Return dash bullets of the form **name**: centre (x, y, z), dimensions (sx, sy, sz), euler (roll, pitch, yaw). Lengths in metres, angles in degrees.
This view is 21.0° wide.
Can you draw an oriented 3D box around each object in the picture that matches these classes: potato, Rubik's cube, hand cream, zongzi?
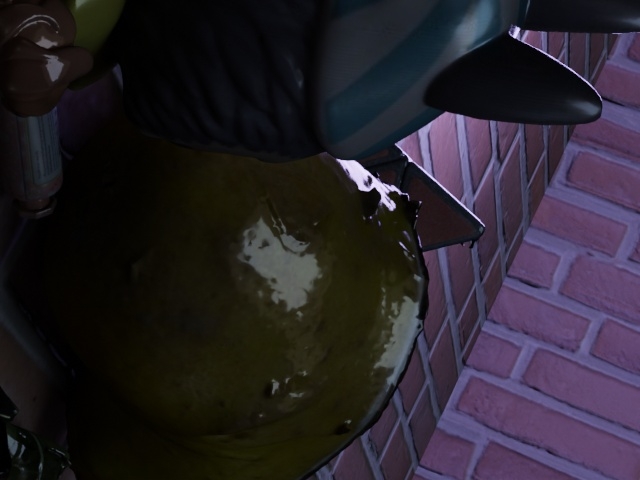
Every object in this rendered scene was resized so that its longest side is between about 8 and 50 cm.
- **potato**: centre (-0.130, 0.047, 1.380), dimensions (0.397, 0.290, 0.296), euler (-35, 145, 28)
- **Rubik's cube**: centre (-0.018, -0.074, 1.626), dimensions (0.229, 0.228, 0.233), euler (-3, 76, -33)
- **hand cream**: centre (-0.203, -0.106, 1.174), dimensions (0.067, 0.043, 0.209), euler (-57, 156, -48)
- **zongzi**: centre (-0.260, 0.195, 1.363), dimensions (0.109, 0.055, 0.119), euler (-64, 152, -9)

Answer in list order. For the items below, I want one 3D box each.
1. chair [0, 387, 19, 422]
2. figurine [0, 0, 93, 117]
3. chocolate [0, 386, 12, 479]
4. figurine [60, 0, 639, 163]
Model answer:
- **chair**: centre (-0.310, 0.158, 0.966), dimensions (0.260, 0.154, 0.141), euler (-40, 149, -54)
- **figurine**: centre (-0.203, -0.126, 0.966), dimensions (0.114, 0.157, 0.126), euler (-82, 174, -46)
- **chocolate**: centre (-0.268, 0.140, 1.159), dimensions (0.080, 0.125, 0.149), euler (-57, 174, 26)
- **figurine**: centre (0.034, -0.216, 1.115), dimensions (0.266, 0.378, 0.361), euler (-109, -147, -79)
